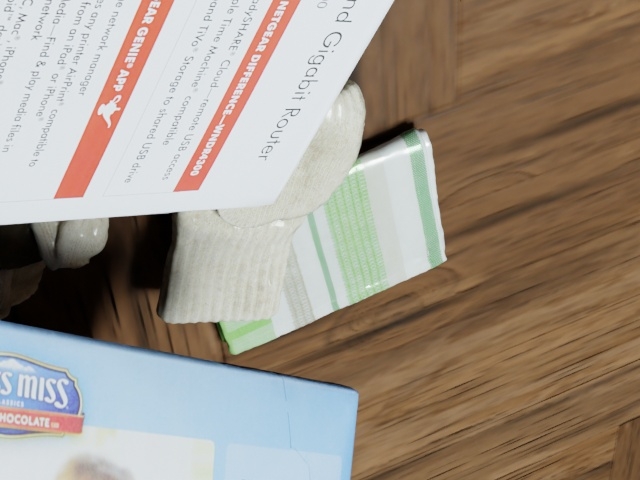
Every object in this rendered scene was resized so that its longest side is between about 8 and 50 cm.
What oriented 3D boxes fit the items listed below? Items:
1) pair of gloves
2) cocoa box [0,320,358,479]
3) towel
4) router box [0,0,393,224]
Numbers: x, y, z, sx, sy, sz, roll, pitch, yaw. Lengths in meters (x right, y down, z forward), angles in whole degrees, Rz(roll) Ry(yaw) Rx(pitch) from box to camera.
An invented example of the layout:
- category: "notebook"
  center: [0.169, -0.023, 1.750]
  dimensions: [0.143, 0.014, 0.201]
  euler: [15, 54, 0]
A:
- category: "pair of gloves"
  center: [-0.093, -0.033, 0.628]
  dimensions: [0.240, 0.042, 0.204]
  euler: [4, 126, -30]
- category: "cocoa box"
  center: [-0.178, 0.149, 0.531]
  dimensions: [0.347, 0.227, 0.232]
  euler: [18, 74, -49]
- category: "towel"
  center: [0.000, 0.000, 0.753]
  dimensions: [0.152, 0.023, 0.113]
  euler: [-23, 135, -9]
- category: "router box"
  center: [-0.081, -0.142, 0.347]
  dimensions: [0.301, 0.082, 0.335]
  euler: [-5, 141, -40]
